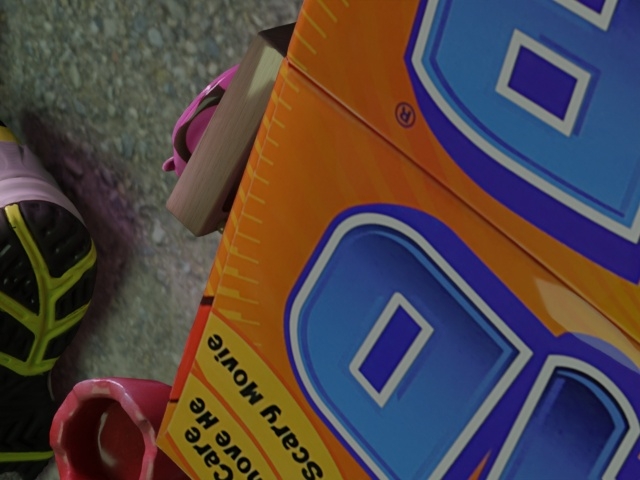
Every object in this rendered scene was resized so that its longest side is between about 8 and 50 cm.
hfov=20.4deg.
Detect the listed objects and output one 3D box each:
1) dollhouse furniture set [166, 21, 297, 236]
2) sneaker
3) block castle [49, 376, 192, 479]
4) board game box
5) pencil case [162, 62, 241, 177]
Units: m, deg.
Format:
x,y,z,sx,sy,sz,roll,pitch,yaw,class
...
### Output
x,y,z,sx,sy,sz,roll,pitch,yaw,class
0.036,-0.046,0.906,0.123,0.151,0.144,43,124,19,dollhouse furniture set
-0.261,0.071,1.297,0.384,0.145,0.147,-59,43,38,sneaker
-0.007,0.303,1.013,0.453,0.213,0.303,34,112,30,block castle
0.225,-0.002,0.604,0.356,0.356,0.356,41,130,26,board game box
0.000,0.000,1.021,0.098,0.095,0.209,-39,72,6,pencil case
